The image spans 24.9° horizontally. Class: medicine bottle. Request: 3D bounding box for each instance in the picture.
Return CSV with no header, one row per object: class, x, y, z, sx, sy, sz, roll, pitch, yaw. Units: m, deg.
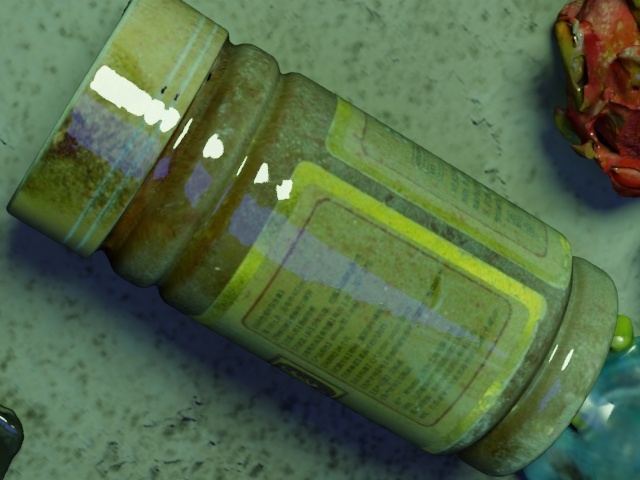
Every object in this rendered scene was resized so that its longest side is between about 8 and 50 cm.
medicine bottle,0.000,0.000,0.824,0.322,0.151,0.151,31,107,-10

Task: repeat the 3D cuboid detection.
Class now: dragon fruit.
dragon fruit,0.198,-0.122,0.799,0.133,0.150,0.208,-7,105,-28

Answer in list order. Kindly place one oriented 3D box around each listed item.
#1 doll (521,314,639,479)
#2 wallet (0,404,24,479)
doll,0.295,0.117,0.908,0.341,0.099,0.346,-7,106,16
wallet,-0.313,0.203,0.962,0.146,0.030,0.285,27,106,-6
